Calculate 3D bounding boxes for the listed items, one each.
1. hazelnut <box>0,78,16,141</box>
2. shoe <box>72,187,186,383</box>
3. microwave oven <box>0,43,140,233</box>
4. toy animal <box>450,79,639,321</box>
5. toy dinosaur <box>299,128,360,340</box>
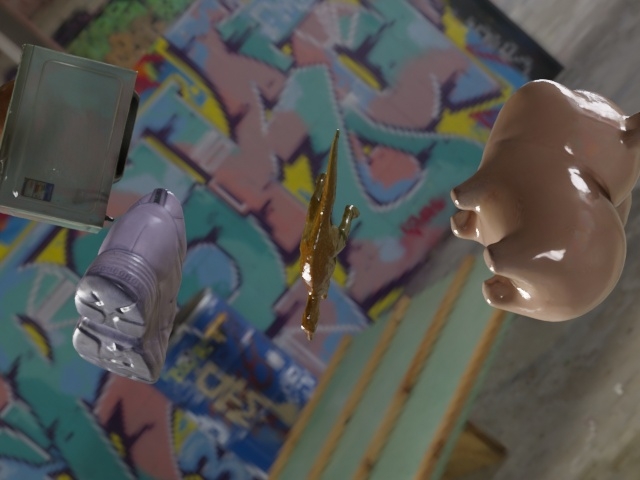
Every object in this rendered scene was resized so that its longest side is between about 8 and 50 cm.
[{"bbox_3d":[-0.370,-0.153,1.820,0.176,0.214,0.214,-43,7,10],"label":"hazelnut"},{"bbox_3d":[-0.185,0.052,1.312,0.245,0.095,0.137,102,-167,-60],"label":"shoe"},{"bbox_3d":[-0.324,-0.123,1.612,0.129,0.163,0.204,170,114,-76],"label":"microwave oven"},{"bbox_3d":[0.298,-0.056,1.611,0.237,0.269,0.326,94,164,-55],"label":"toy animal"},{"bbox_3d":[0.000,0.000,1.082,0.162,0.039,0.126,83,-160,-63],"label":"toy dinosaur"}]
